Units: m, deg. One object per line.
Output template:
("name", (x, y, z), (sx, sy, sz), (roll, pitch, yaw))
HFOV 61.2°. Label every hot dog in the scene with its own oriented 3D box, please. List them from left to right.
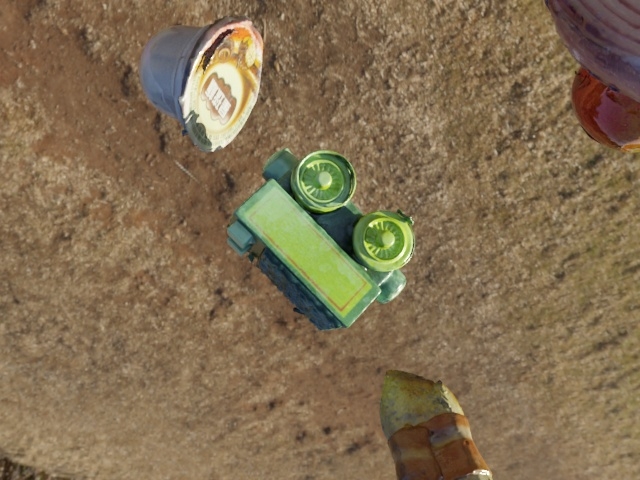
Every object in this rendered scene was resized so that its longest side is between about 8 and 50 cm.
("hot dog", (0.157, 0.297, 0.729), (0.123, 0.261, 0.093), (-14, 137, 1))

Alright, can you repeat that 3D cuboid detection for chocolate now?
("chocolate", (-0.192, -0.257, 0.819), (0.147, 0.221, 0.221), (29, 141, 14))

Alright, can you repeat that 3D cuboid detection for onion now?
("onion", (0.316, -0.233, 0.502), (0.227, 0.283, 0.120), (-33, 150, -2))

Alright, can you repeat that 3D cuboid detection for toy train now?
("toy train", (0.000, 0.000, 0.780), (0.272, 0.188, 0.159), (46, 164, -2))

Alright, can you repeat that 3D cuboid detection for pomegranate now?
("pomegranate", (0.552, -0.249, 0.923), (0.235, 0.210, 0.210), (32, 142, 16))
